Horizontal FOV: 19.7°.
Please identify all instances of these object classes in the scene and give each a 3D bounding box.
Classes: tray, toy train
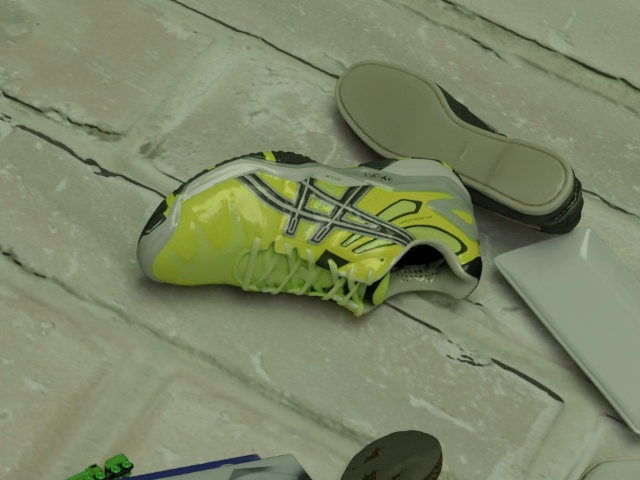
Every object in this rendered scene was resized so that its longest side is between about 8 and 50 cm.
[{"bbox_3d":[0.313,0.100,2.000,0.145,0.030,0.270,-16,53,-30],"label":"tray"},{"bbox_3d":[-0.214,0.223,1.732,0.083,0.017,0.024,-21,45,-32],"label":"toy train"}]

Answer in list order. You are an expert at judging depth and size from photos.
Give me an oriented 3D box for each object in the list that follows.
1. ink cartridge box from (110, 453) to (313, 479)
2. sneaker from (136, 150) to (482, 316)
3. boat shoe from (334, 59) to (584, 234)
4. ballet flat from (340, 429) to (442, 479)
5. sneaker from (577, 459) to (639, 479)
[{"bbox_3d":[-0.102,0.251,1.650,0.223,0.045,0.224,-7,30,-28],"label":"ink cartridge box"},{"bbox_3d":[0.000,0.000,1.927,0.385,0.145,0.147,-7,48,-21],"label":"sneaker"},{"bbox_3d":[0.155,-0.098,2.110,0.335,0.095,0.112,31,77,30],"label":"boat shoe"},{"bbox_3d":[0.047,0.266,1.747,0.084,0.058,0.250,8,34,24],"label":"ballet flat"},{"bbox_3d":[0.258,0.286,1.771,0.290,0.106,0.123,-19,28,-27],"label":"sneaker"}]
